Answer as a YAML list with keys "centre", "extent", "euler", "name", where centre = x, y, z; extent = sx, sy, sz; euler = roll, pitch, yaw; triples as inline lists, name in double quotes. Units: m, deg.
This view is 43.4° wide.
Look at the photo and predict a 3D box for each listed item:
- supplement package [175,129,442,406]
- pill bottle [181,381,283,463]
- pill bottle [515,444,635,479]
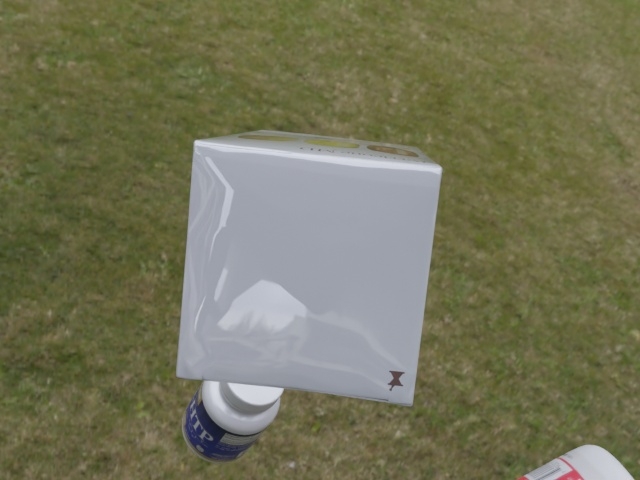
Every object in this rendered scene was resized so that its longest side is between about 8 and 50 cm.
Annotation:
- centre: [0.000, 0.000, 0.541]
  extent: [0.139, 0.133, 0.244]
  euler: [6, 9, 2]
  name: "supplement package"
- centre: [-0.119, 0.228, 1.122]
  extent: [0.112, 0.186, 0.112]
  euler: [14, 51, -17]
  name: "pill bottle"
- centre: [0.229, 0.448, 1.016]
  extent: [0.408, 0.229, 0.229]
  euler: [-27, 49, -2]
  name: "pill bottle"
